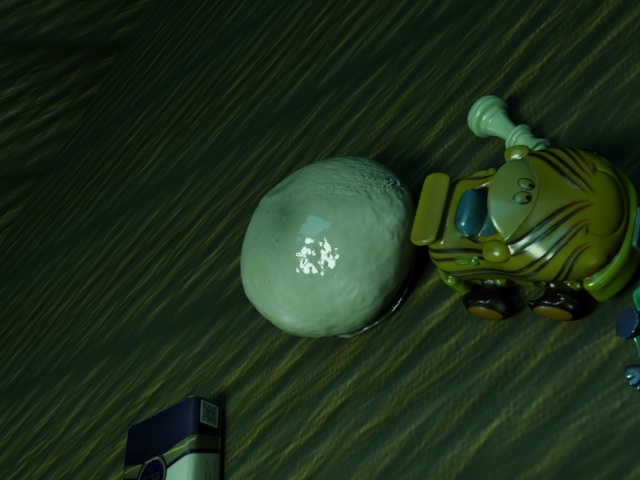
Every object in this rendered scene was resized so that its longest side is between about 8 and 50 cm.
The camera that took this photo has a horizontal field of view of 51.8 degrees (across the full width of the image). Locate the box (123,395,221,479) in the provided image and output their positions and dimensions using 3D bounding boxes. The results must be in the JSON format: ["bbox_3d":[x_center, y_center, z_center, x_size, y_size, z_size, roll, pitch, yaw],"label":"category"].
[{"bbox_3d":[-0.222,0.375,0.961,0.168,0.071,0.259,-31,45,27],"label":"box"}]

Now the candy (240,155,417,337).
[{"bbox_3d":[0.000,0.000,0.919,0.295,0.185,0.296,-22,55,34],"label":"candy"}]

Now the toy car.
[{"bbox_3d":[0.221,-0.023,0.737,0.247,0.142,0.201,-7,59,45],"label":"toy car"}]

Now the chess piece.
[{"bbox_3d":[0.256,-0.133,0.859,0.059,0.059,0.149,-46,46,11],"label":"chess piece"}]

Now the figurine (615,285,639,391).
[{"bbox_3d":[0.354,0.085,0.552,0.195,0.111,0.102,6,47,48],"label":"figurine"}]
